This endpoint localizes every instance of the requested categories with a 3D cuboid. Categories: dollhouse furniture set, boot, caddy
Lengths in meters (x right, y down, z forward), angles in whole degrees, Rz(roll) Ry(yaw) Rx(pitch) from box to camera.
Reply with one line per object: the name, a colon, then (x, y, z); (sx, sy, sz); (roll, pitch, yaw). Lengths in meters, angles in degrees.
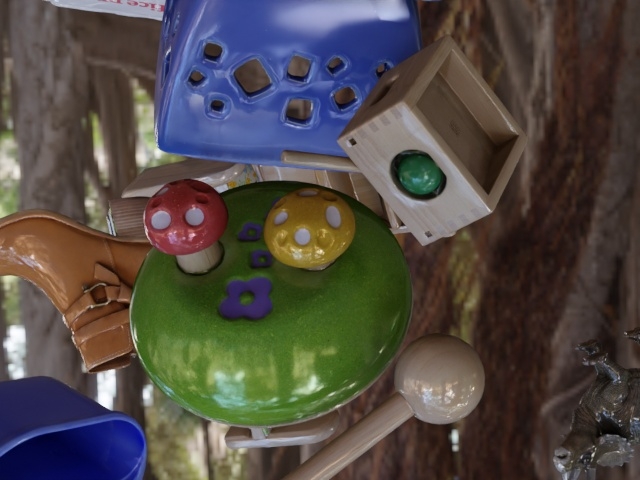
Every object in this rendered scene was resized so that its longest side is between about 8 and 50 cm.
dollhouse furniture set: (0.000, 0.000, 1.514); (0.256, 0.362, 0.394); (-9, -155, 24)
boot: (-0.222, 0.048, 1.073); (0.197, 0.152, 0.073); (-13, 160, -6)
caddy: (-0.353, 0.305, 1.442); (0.179, 0.241, 0.341); (26, -165, 29)

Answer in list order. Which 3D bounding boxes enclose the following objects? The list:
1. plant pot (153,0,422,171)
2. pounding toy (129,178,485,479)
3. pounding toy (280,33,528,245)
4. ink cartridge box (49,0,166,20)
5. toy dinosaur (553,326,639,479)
plant pot: (-0.017, -0.215, 1.055); (0.236, 0.212, 0.236); (5, -138, -10)
pounding toy: (-0.027, 0.027, 0.719); (0.183, 0.110, 0.237); (-26, -129, -11)
pounding toy: (0.068, -0.072, 0.926); (0.100, 0.130, 0.141); (-28, -161, 40)
ink cartridge box: (-0.223, -0.393, 1.408); (0.223, 0.129, 0.307); (7, 161, -6)
toy dinosaur: (0.408, 0.193, 1.486); (0.313, 0.160, 0.121); (-18, -174, -7)
